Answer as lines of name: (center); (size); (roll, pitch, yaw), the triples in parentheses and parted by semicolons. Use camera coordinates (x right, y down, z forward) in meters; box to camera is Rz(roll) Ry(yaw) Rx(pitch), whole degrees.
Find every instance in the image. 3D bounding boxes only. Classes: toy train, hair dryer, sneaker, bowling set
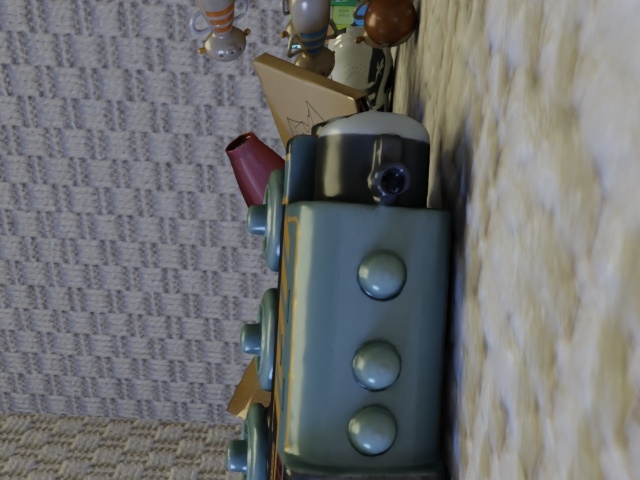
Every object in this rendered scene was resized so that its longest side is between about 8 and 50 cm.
toy train: (0.019, 0.077, 0.474); (0.190, 0.142, 0.333); (-175, 89, -79)
hair dryer: (0.000, 0.000, 0.753); (0.293, 0.080, 0.223); (50, 169, 13)
sneaker: (0.054, -0.171, 0.990); (0.235, 0.094, 0.153); (91, -179, -64)
bowling set: (0.015, -0.240, 0.785); (0.200, 0.287, 0.154); (56, 165, 28)

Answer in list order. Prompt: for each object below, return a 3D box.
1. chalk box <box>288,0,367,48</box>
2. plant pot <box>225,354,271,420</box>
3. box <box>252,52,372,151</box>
chalk box: (0.032, -0.466, 1.380); (0.289, 0.180, 0.179); (-82, -5, -68)
plant pot: (-0.009, 0.214, 1.239); (0.237, 0.237, 0.254); (89, -160, -77)
box: (0.007, -0.099, 0.729); (0.201, 0.021, 0.164); (38, 155, 51)
